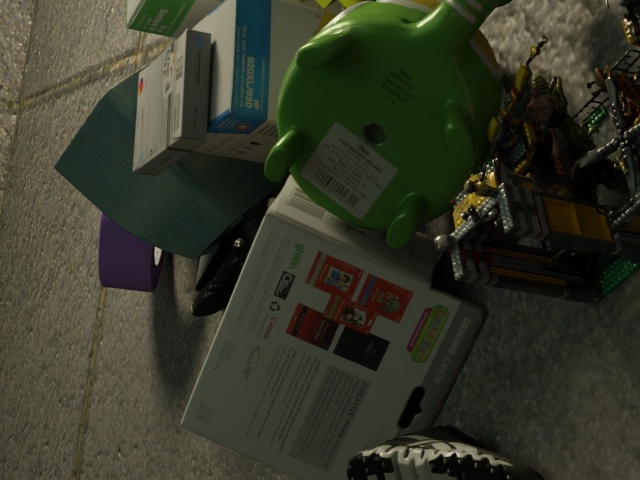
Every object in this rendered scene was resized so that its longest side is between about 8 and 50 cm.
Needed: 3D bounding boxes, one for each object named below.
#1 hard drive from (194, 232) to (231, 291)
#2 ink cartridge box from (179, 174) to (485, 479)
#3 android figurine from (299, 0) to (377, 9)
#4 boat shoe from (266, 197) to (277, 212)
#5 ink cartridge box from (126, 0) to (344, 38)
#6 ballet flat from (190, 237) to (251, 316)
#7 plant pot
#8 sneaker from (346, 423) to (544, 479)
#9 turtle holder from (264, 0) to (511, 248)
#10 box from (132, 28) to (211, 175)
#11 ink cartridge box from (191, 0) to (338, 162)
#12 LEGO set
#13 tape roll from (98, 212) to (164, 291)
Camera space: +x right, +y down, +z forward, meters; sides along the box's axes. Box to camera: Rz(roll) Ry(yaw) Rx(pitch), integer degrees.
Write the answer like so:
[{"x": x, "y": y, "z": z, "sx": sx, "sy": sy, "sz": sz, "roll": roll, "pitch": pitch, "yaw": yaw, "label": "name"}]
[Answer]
[{"x": -0.165, "y": 0.006, "z": 2.157, "sx": 0.135, "sy": 0.022, "sz": 0.094, "roll": -86, "pitch": 22, "yaw": -49, "label": "hard drive"}, {"x": 0.019, "y": 0.127, "z": 1.604, "sx": 0.130, "sy": 0.272, "sz": 0.309, "roll": -62, "pitch": -3, "yaw": -65, "label": "ink cartridge box"}, {"x": 0.000, "y": -0.423, "z": 1.800, "sx": 0.273, "sy": 0.056, "sz": 0.248, "roll": 48, "pitch": 141, "yaw": 3, "label": "android figurine"}, {"x": 0.000, "y": 0.000, "z": 1.778, "sx": 0.302, "sy": 0.113, "sz": 0.103, "roll": -177, "pitch": 96, "yaw": -74, "label": "boat shoe"}, {"x": -0.124, "y": -0.389, "z": 1.958, "sx": 0.121, "sy": 0.289, "sz": 0.211, "roll": 136, "pitch": 137, "yaw": -54, "label": "ink cartridge box"}, {"x": -0.148, "y": 0.063, "z": 2.099, "sx": 0.173, "sy": 0.057, "sz": 0.049, "roll": -47, "pitch": 55, "yaw": 36, "label": "ballet flat"}, {"x": -0.194, "y": -0.123, "z": 2.018, "sx": 0.252, "sy": 0.248, "sz": 0.247, "roll": 50, "pitch": 142, "yaw": 0, "label": "plant pot"}, {"x": 0.145, "y": 0.234, "z": 1.420, "sx": 0.234, "sy": 0.106, "sz": 0.078, "roll": -2, "pitch": 108, "yaw": 42, "label": "sneaker"}, {"x": 0.088, "y": -0.177, "z": 1.493, "sx": 0.227, "sy": 0.243, "sz": 0.320, "roll": -50, "pitch": -33, "yaw": -52, "label": "turtle holder"}, {"x": -0.195, "y": -0.176, "z": 1.775, "sx": 0.186, "sy": 0.038, "sz": 0.145, "roll": -24, "pitch": 61, "yaw": 60, "label": "box"}, {"x": -0.043, "y": -0.199, "z": 1.784, "sx": 0.171, "sy": 0.232, "sz": 0.168, "roll": -25, "pitch": 60, "yaw": 60, "label": "ink cartridge box"}, {"x": 0.224, "y": -0.096, "z": 1.251, "sx": 0.331, "sy": 0.192, "sz": 0.255, "roll": -41, "pitch": 46, "yaw": 52, "label": "LEGO set"}, {"x": -0.311, "y": -0.052, "z": 2.317, "sx": 0.275, "sy": 0.090, "sz": 0.275, "roll": -172, "pitch": 90, "yaw": -89, "label": "tape roll"}]
